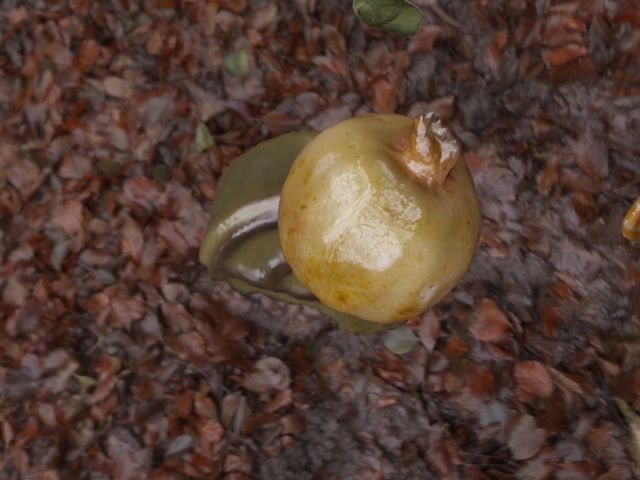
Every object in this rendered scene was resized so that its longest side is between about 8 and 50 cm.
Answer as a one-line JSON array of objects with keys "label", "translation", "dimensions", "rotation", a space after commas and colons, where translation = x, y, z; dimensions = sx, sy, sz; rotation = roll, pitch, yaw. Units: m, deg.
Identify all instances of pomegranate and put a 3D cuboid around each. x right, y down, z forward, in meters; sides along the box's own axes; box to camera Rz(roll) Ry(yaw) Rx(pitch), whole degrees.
[{"label": "pomegranate", "translation": [0.058, -0.022, 0.799], "dimensions": [0.207, 0.207, 0.207], "rotation": [-7, 74, 24]}]

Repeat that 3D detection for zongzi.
[{"label": "zongzi", "translation": [0.093, -0.302, 1.117], "dimensions": [0.104, 0.113, 0.052], "rotation": [22, 117, -10]}]

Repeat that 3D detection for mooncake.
[{"label": "mooncake", "translation": [0.000, 0.000, 1.443], "dimensions": [0.394, 0.393, 0.246], "rotation": [-2, 52, 6]}]

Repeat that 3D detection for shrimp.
[{"label": "shrimp", "translation": [0.599, -0.051, 1.482], "dimensions": [0.150, 0.249, 0.068], "rotation": [-48, 64, 5]}]
